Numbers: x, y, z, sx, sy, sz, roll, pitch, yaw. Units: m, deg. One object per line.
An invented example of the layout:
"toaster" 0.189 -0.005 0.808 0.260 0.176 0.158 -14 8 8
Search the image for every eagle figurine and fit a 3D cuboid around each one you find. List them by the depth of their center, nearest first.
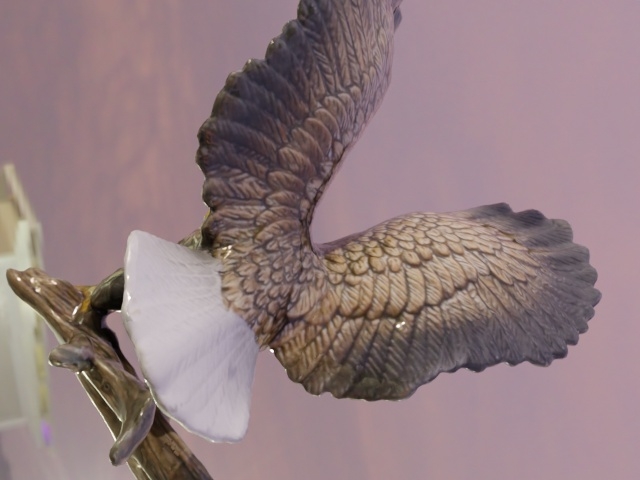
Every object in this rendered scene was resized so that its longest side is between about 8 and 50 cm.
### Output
"eagle figurine" -0.005 -0.006 0.693 0.225 0.298 0.226 52 -10 36
